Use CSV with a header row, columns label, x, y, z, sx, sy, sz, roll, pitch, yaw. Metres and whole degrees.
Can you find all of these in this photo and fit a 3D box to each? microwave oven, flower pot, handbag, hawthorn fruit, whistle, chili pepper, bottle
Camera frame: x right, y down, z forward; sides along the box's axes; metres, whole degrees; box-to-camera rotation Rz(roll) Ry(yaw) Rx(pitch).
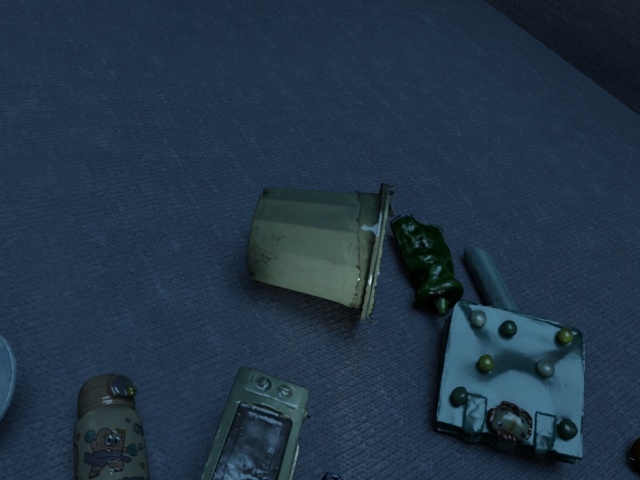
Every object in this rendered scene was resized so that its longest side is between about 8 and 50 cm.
label,x,y,z,sx,sy,sz,roll,pitch,yaw
microwave oven,-0.100,0.319,0.812,0.129,0.163,0.205,19,44,-2
flower pot,0.000,0.000,1.107,0.258,0.291,0.290,10,44,5
handbag,0.361,0.254,1.052,0.268,0.100,0.274,15,54,6
hawthorn fruit,0.639,0.415,1.073,0.093,0.081,0.081,-25,55,-3
whistle,0.403,0.135,1.258,0.062,0.062,0.312,2,47,-19
chili pepper,0.245,0.061,1.248,0.136,0.099,0.271,28,31,-30
bottle,-0.299,0.291,0.802,0.097,0.110,0.209,24,33,-45

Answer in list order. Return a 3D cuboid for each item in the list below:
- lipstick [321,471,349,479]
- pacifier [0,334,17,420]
label,x,y,z,sx,sy,sz,roll,pitch,yaw
lipstick,-0.015,0.481,0.769,0.051,0.051,0.312,23,44,0
pacifier,-0.571,0.175,0.737,0.287,0.226,0.238,32,63,12
